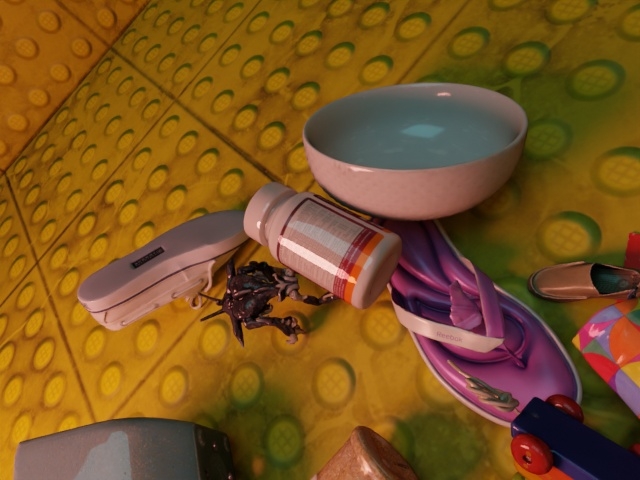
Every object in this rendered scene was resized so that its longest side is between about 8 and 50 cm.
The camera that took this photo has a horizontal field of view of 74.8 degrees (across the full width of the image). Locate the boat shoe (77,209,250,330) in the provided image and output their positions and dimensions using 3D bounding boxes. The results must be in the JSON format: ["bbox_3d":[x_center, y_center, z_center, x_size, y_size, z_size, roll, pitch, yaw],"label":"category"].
[{"bbox_3d":[-0.289,0.075,0.884,0.367,0.156,0.136,-33,44,-24],"label":"boat shoe"}]

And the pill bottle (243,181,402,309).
[{"bbox_3d":[0.000,0.000,0.631,0.221,0.121,0.121,29,83,23],"label":"pill bottle"}]

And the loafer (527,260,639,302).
[{"bbox_3d":[0.356,0.052,0.562,0.148,0.050,0.056,-8,63,36],"label":"loafer"}]

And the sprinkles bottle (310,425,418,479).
[{"bbox_3d":[-0.022,0.423,0.562,0.355,0.121,0.121,-48,53,1],"label":"sprinkles bottle"}]

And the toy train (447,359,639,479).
[{"bbox_3d":[0.249,0.257,0.490,0.248,0.105,0.143,27,126,42],"label":"toy train"}]

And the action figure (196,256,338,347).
[{"bbox_3d":[-0.065,0.098,0.738,0.276,0.141,0.163,-14,62,6],"label":"action figure"}]

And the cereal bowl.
[{"bbox_3d":[0.145,-0.136,0.685,0.340,0.141,0.338,-6,36,4],"label":"cereal bowl"}]

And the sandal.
[{"bbox_3d":[0.182,0.086,0.619,0.169,0.102,0.416,-41,54,7],"label":"sandal"}]

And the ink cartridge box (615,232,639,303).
[{"bbox_3d":[0.482,0.077,0.484,0.225,0.056,0.180,12,73,32],"label":"ink cartridge box"}]

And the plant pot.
[{"bbox_3d":[-0.270,0.405,0.647,0.253,0.247,0.247,-21,57,0],"label":"plant pot"}]

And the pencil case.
[{"bbox_3d":[0.384,0.164,0.437,0.104,0.104,0.236,-34,45,12],"label":"pencil case"}]
